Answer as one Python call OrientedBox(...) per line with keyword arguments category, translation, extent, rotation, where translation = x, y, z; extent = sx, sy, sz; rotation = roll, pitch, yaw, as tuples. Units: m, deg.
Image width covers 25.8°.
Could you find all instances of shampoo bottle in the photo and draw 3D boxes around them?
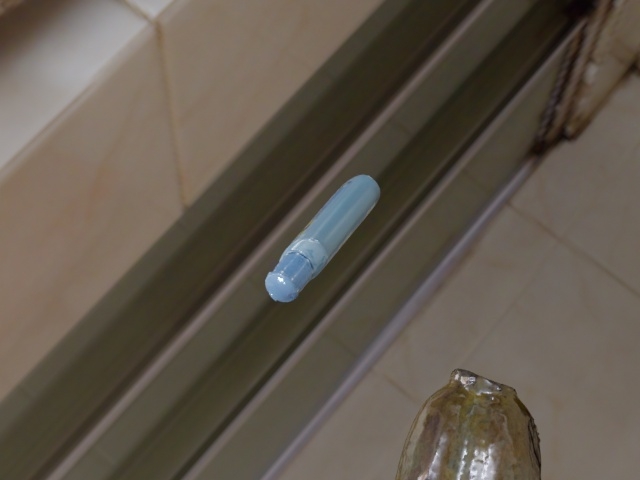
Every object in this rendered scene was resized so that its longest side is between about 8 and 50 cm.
OrientedBox(category="shampoo bottle", translation=(0.000, 0.000, 2.073), extent=(0.061, 0.258, 0.104), rotation=(43, 134, -3))

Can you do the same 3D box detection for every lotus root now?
OrientedBox(category="lotus root", translation=(0.120, 0.233, 1.178), extent=(0.124, 0.241, 0.123), rotation=(12, 163, 2))
